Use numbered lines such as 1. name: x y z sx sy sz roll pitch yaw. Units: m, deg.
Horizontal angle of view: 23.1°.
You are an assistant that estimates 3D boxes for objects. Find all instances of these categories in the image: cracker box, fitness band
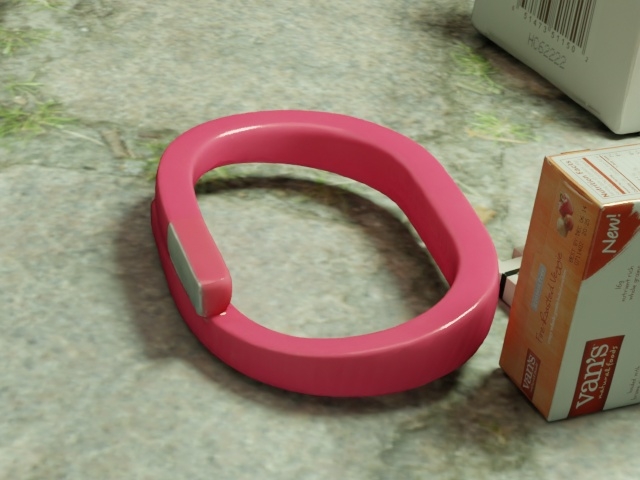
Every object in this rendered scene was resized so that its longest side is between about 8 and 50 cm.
1. cracker box: 0.236 0.016 0.975 0.232 0.156 0.067 -8 35 -24
2. fitness band: 0.000 0.000 1.038 0.209 0.054 0.291 -5 34 -16

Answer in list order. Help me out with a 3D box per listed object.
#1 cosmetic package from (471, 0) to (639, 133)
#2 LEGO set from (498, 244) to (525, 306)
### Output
1. cosmetic package: 0.393 -0.242 1.429 0.453 0.161 0.230 -10 36 -27
2. LEGO set: 0.224 -0.006 1.076 0.227 0.087 0.093 -14 37 -30
